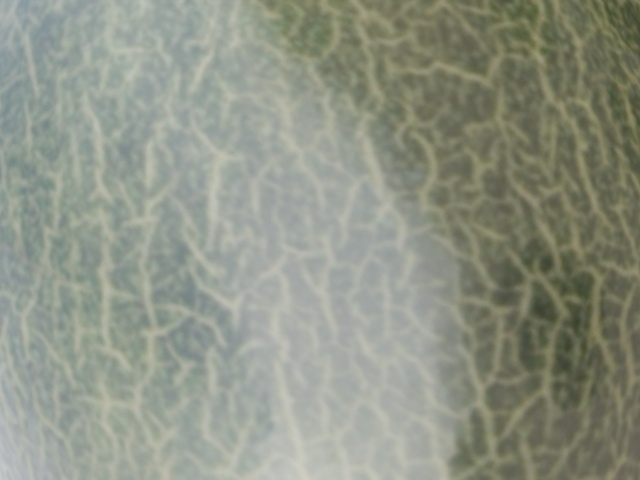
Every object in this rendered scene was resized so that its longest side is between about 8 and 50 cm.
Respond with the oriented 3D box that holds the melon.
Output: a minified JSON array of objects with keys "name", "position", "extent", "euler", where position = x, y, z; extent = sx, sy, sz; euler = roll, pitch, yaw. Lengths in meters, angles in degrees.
[{"name":"melon","position":[0.000,0.000,0.478],"extent":[0.237,0.237,0.301],"euler":[6,108,63]}]
